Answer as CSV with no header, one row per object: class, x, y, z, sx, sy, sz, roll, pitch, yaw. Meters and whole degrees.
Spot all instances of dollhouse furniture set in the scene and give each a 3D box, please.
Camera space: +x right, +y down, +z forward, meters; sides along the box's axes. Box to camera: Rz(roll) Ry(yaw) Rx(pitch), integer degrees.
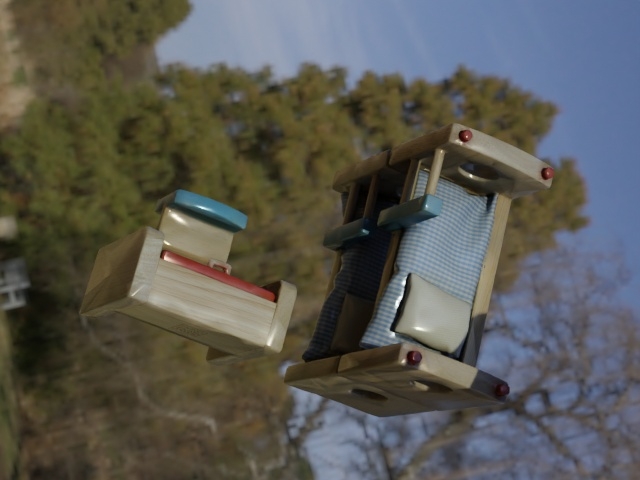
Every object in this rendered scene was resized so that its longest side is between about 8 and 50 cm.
dollhouse furniture set,0.000,0.000,0.683,0.129,0.184,0.129,-20,-128,60
